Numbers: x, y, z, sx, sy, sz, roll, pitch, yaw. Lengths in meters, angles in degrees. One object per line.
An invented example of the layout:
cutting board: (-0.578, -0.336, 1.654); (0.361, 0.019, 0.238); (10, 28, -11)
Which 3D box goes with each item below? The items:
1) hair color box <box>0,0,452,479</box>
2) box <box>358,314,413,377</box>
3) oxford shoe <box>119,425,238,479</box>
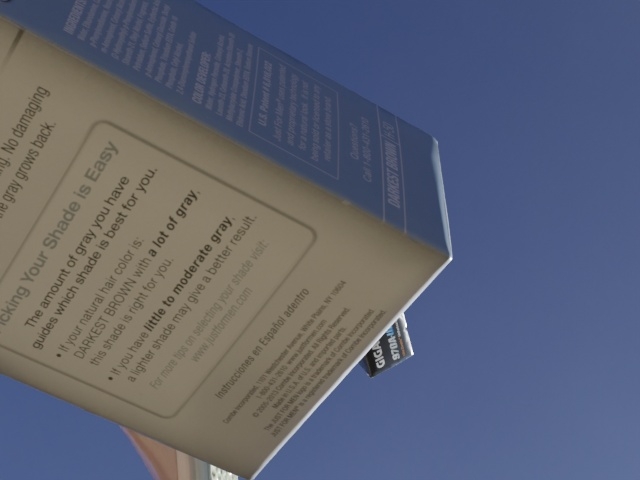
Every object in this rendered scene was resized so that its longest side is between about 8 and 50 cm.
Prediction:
hair color box: (-0.144, -0.043, 0.544); (0.374, 0.113, 0.185); (27, -58, -19)
box: (0.000, 0.000, 1.077); (0.220, 0.051, 0.175); (46, -23, 52)
oxford shoe: (-0.168, 0.116, 1.089); (0.130, 0.449, 0.169); (-15, -28, -5)
